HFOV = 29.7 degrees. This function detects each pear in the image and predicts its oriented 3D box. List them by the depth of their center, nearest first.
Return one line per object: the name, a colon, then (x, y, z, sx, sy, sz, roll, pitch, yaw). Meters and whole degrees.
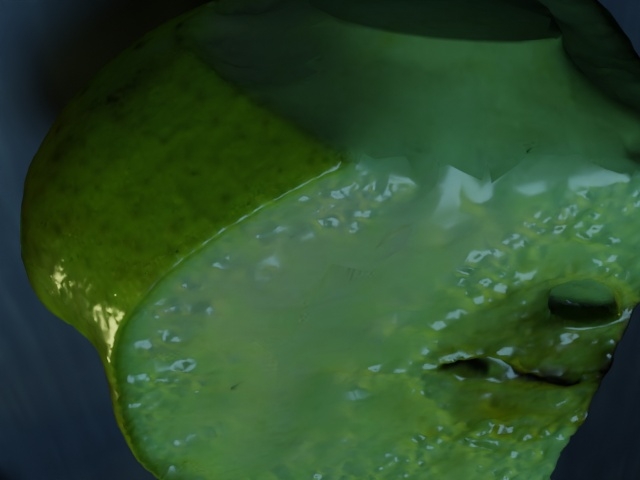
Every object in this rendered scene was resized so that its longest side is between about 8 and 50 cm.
pear: (0.000, 0.000, 0.579, 0.281, 0.176, 0.286, -3, 134, -17)
